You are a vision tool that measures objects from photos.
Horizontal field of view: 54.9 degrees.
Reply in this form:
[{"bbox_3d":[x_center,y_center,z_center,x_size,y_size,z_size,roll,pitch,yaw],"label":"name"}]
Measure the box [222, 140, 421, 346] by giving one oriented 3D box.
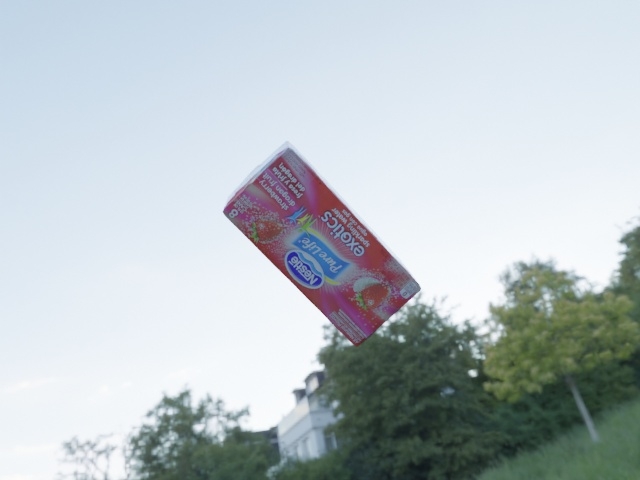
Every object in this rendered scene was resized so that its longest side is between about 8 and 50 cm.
[{"bbox_3d":[0.000,0.000,0.830,0.122,0.128,0.257,-43,-77,5],"label":"box"}]
